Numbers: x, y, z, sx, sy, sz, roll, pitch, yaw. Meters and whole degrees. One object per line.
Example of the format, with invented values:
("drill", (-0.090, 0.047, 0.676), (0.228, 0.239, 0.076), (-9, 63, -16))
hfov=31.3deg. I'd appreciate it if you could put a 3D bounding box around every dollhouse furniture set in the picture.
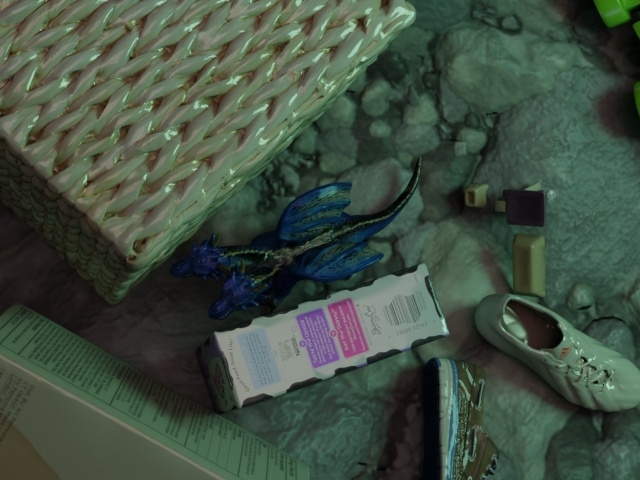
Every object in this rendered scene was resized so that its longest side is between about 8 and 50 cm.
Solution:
("dollhouse furniture set", (0.205, -0.005, 1.179), (0.081, 0.091, 0.114), (-21, 112, -54))

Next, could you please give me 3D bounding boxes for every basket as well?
("basket", (-0.151, -0.147, 0.964), (0.331, 0.328, 0.266), (-43, 93, -16))

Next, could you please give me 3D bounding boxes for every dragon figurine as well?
("dragon figurine", (0.000, 0.000, 1.062), (0.289, 0.144, 0.085), (-23, 86, -15))

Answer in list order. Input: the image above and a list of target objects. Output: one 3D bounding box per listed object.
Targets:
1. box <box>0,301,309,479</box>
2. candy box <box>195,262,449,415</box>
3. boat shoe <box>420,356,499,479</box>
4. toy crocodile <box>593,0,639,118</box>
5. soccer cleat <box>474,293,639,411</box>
("box", (-0.168, 0.190, 0.978), (0.311, 0.148, 0.121), (31, 97, -4))
("candy box", (-0.005, 0.092, 1.034), (0.196, 0.165, 0.070), (-18, 84, -15))
("boat shoe", (0.136, 0.204, 1.096), (0.066, 0.066, 0.183), (5, 79, -13))
("toy crocodile", (0.377, -0.211, 1.210), (0.115, 0.105, 0.340), (-22, 85, 27))
("soccer cleat", (0.241, 0.113, 1.130), (0.196, 0.076, 0.068), (29, 75, -6))
